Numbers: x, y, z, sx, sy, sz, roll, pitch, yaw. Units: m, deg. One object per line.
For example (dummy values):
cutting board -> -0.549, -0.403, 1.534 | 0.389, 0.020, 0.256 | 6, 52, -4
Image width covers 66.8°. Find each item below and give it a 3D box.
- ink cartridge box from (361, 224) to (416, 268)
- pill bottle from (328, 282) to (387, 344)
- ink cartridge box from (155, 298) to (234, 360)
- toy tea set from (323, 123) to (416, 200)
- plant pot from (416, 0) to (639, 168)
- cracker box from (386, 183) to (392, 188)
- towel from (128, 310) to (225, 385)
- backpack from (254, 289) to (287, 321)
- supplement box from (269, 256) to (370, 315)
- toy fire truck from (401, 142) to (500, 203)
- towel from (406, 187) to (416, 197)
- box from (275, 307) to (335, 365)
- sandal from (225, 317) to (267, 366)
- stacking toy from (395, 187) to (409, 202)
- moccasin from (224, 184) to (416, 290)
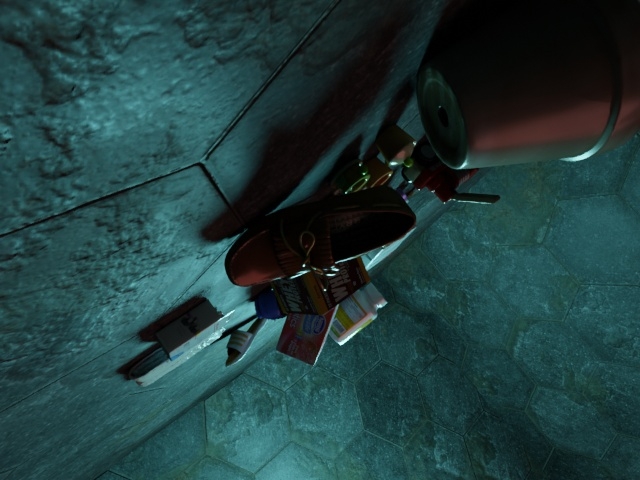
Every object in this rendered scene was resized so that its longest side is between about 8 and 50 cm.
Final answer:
ink cartridge box -> 0.238, 0.004, 1.959 | 0.197, 0.114, 0.273 | -32, 168, -28
pill bottle -> 0.133, 0.277, 1.881 | 0.245, 0.136, 0.136 | -39, 169, 3
ink cartridge box -> -0.303, 0.209, 1.184 | 0.181, 0.062, 0.104 | -33, 168, -25
toy tea set -> 0.109, -0.104, 1.092 | 0.200, 0.124, 0.336 | -33, 168, -26
plant pot -> 0.333, -0.260, 0.848 | 0.280, 0.323, 0.323 | -21, 167, -4
cracker box -> 0.124, -0.058, 1.473 | 0.232, 0.067, 0.156 | -34, 169, -16
towel -> -0.384, 0.303, 1.338 | 0.282, 0.049, 0.187 | -34, 167, -23
backpack -> -0.161, 0.213, 1.564 | 0.101, 0.098, 0.120 | -19, 170, 0
supplement box -> -0.007, 0.102, 1.347 | 0.194, 0.129, 0.191 | -31, -166, -35
toy fire truck -> 0.389, -0.183, 1.354 | 0.217, 0.246, 0.158 | -32, 168, -29
towel -> 0.360, -0.193, 1.840 | 0.060, 0.009, 0.083 | -26, 162, -47
box -> -0.024, 0.235, 1.610 | 0.154, 0.142, 0.300 | -45, 155, -75
sandal -> -0.290, 0.351, 1.794 | 0.102, 0.076, 0.265 | -30, -161, 42
stacking toy -> 0.284, -0.149, 1.664 | 0.167, 0.052, 0.221 | -40, 169, 9
moccasin -> 0.002, 0.005, 0.941 | 0.380, 0.139, 0.147 | -14, -153, -12
